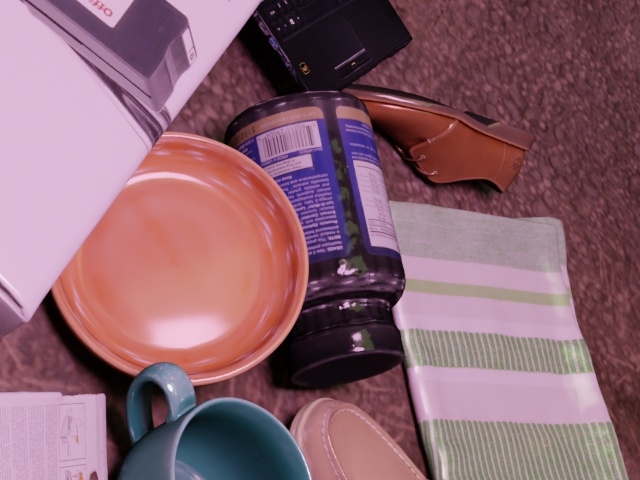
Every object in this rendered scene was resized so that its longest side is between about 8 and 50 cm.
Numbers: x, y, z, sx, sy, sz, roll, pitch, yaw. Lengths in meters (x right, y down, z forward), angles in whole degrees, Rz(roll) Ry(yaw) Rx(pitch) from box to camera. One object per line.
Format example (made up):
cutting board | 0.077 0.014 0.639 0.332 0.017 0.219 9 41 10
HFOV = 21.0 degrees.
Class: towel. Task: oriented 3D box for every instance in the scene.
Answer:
towel | 0.171 0.124 1.548 0.247 0.038 0.325 5 65 -41

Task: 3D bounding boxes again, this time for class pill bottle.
pill bottle | 0.000 0.000 1.387 0.122 0.122 0.219 6 65 -42

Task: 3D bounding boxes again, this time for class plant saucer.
plant saucer | -0.109 0.016 1.292 0.199 0.037 0.200 6 68 -14

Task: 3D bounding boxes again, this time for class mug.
mug | -0.084 0.175 1.231 0.129 0.097 0.158 15 58 -38

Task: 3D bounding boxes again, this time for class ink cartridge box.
ink cartridge box | -0.221 -0.087 1.101 0.166 0.285 0.395 47 45 -17
ink cartridge box | -0.196 0.186 1.095 0.224 0.056 0.181 18 70 -77

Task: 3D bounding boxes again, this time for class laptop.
laptop | 0.013 -0.287 1.514 0.264 0.136 0.234 57 32 -4

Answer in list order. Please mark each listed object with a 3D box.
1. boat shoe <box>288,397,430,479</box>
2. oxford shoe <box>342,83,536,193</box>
boat shoe | 0.091 0.242 1.361 0.302 0.098 0.109 55 43 -7
oxford shoe | 0.098 -0.092 1.576 0.212 0.076 0.076 17 97 -25
